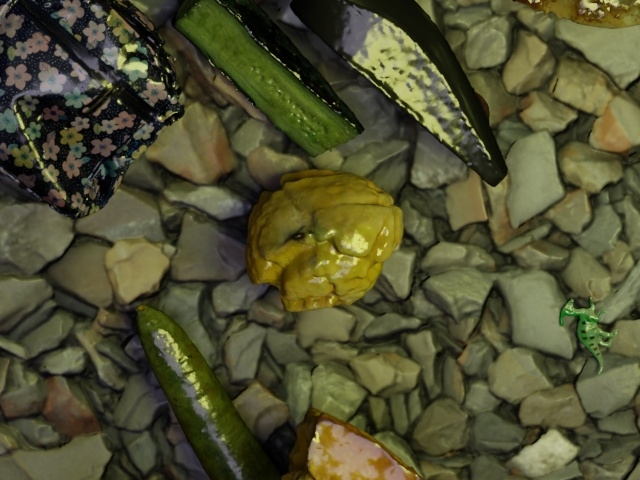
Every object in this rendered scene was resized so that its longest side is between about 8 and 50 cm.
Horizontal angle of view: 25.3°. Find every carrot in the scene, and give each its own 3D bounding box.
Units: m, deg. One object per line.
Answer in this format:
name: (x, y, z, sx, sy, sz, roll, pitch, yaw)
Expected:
carrot: (-0.101, 0.219, 1.526, 0.074, 0.074, 0.358, -30, 104, 6)

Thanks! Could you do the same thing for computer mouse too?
computer mouse: (0.089, -0.172, 1.369, 0.295, 0.168, 0.087, 41, 99, -15)

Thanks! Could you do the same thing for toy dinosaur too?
toy dinosaur: (0.285, 0.101, 1.532, 0.062, 0.021, 0.083, 14, 102, 1)

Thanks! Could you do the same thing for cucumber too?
cucumber: (-0.046, -0.176, 1.421, 0.211, 0.062, 0.078, 41, 134, -19)

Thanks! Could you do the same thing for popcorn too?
popcorn: (0.000, 0.000, 1.434, 0.167, 0.152, 0.148, 2, 71, 21)

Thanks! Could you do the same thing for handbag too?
handbag: (-0.255, -0.155, 1.380, 0.229, 0.127, 0.208, 41, 95, -12)

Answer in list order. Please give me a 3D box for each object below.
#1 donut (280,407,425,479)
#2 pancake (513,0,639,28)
donut: (-0.050, 0.387, 1.424, 0.435, 0.163, 0.377, -22, 90, 6)
pancake: (0.293, -0.377, 1.372, 0.356, 0.065, 0.356, 0, 106, 0)
